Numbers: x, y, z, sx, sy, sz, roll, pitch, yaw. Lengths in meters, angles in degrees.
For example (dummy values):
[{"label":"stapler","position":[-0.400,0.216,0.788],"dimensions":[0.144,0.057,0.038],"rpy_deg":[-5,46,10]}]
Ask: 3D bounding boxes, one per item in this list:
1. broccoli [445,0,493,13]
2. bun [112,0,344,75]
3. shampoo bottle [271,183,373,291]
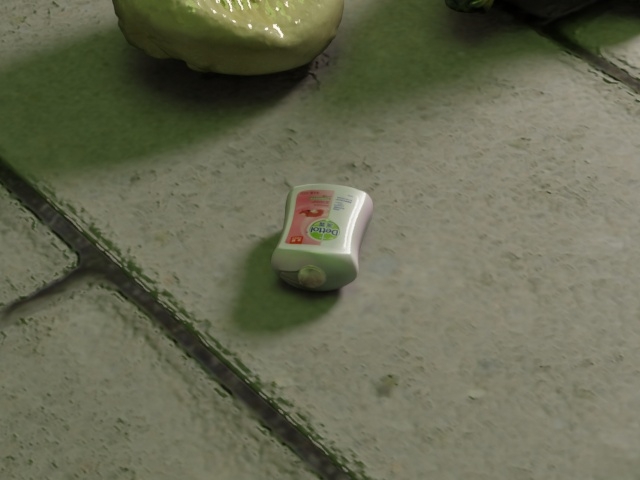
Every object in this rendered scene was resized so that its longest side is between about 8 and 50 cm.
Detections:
[{"label":"broccoli","position":[0.248,-0.317,1.703],"dimensions":[0.246,0.288,0.248],"rpy_deg":[30,11,14]},{"label":"bun","position":[-0.090,-0.236,1.678],"dimensions":[0.229,0.145,0.229],"rpy_deg":[11,59,-19]},{"label":"shampoo bottle","position":[0.000,0.000,1.457],"dimensions":[0.072,0.043,0.099],"rpy_deg":[5,41,9]}]
